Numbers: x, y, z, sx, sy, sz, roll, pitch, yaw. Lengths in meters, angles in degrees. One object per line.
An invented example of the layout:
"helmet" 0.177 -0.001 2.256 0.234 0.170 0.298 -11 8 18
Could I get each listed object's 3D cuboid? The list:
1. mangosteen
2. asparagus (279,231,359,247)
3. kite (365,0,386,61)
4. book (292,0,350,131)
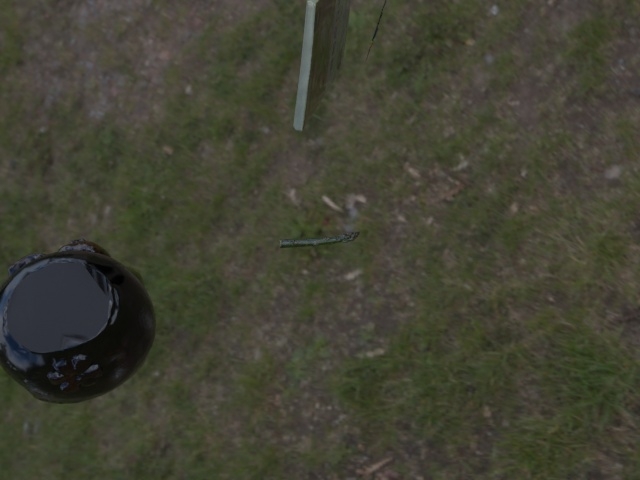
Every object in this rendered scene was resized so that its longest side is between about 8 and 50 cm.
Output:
"mangosteen" -0.408 0.117 1.654 0.287 0.233 0.288 -1 71 3
"asparagus" 0.000 0.000 1.385 0.014 0.114 0.015 150 114 -77
"kite" 0.085 -0.315 1.451 0.090 0.004 0.122 -74 2 -53
"book" 0.010 -0.340 1.699 0.021 0.310 0.217 13 121 8
